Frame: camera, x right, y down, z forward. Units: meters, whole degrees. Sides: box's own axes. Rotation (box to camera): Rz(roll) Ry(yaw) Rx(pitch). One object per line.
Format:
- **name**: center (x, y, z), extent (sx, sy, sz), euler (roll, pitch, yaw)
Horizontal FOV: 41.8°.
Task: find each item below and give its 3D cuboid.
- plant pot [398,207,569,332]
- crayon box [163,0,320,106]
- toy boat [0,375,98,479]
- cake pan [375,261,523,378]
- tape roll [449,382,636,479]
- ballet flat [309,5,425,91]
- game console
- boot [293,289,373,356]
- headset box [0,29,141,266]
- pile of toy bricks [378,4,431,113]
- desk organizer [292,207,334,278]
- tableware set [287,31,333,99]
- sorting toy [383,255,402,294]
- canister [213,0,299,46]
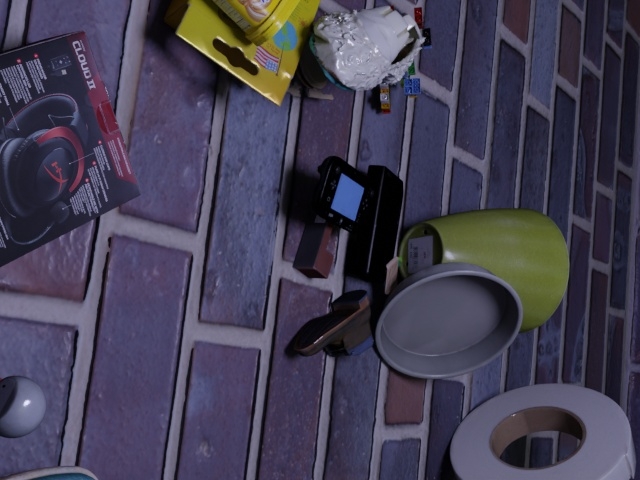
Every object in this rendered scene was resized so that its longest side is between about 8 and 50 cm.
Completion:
- **plant pot**: center (0.315, 0.049, 1.753), extent (0.293, 0.275, 0.274), euler (8, 83, -35)
- **crayon box**: center (-0.108, -0.379, 1.293), extent (0.202, 0.081, 0.318), euler (32, 63, -30)
- **toy boat**: center (-0.352, 0.305, 0.953), extent (0.267, 0.148, 0.318), euler (-17, 103, -51)
- **cake pan**: center (0.248, 0.156, 1.651), extent (0.293, 0.293, 0.054), euler (54, 15, -36)
- **tape roll**: center (0.476, 0.452, 1.814), extent (0.392, 0.392, 0.072), euler (-42, 121, -44)
- **ballet flat**: center (0.094, -0.341, 1.419), extent (0.409, 0.147, 0.147), euler (-39, 122, -70)
- **game console**: center (0.070, -0.047, 1.521), extent (0.361, 0.044, 0.213), euler (25, 73, -64)
- **boot**: center (0.036, 0.179, 1.504), extent (0.219, 0.082, 0.106), euler (-35, 114, -49)
- **headset box**: center (-0.357, -0.108, 0.983), extent (0.293, 0.110, 0.218), euler (-37, 118, -46)
- **pile of toy bricks**: center (0.165, -0.356, 1.675), extent (0.105, 0.118, 0.212), euler (54, 34, -76)
- **desk organizer**: center (0.000, 0.000, 1.490), extent (0.050, 0.047, 0.130), euler (41, 59, -46)
- **tableware set**: center (-0.052, -0.302, 1.437), extent (0.194, 0.039, 0.128), euler (-5, 84, -57)
- **sorting toy**: center (0.142, 0.063, 1.642), extent (0.083, 0.012, 0.062), euler (-38, 132, -57)
- **canister**: center (-0.114, -0.380, 1.192), extent (0.170, 0.073, 0.126), euler (41, 60, -24)
